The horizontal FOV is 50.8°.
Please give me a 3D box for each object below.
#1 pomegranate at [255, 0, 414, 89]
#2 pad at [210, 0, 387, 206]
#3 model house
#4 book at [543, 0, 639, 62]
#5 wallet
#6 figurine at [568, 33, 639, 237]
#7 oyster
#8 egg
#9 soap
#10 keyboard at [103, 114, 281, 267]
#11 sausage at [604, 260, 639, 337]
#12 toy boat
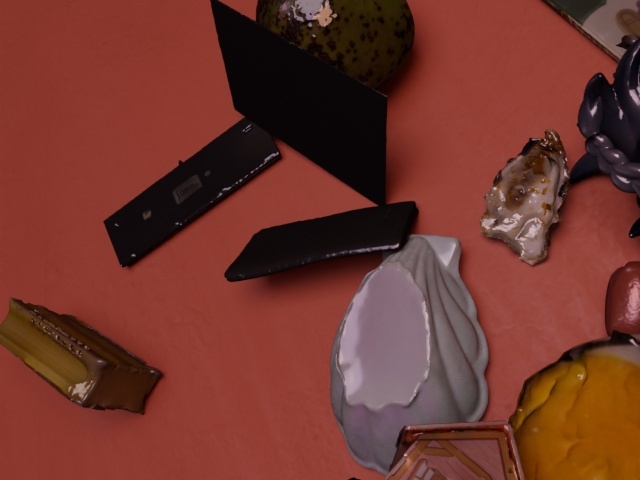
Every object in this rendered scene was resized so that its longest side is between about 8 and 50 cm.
[{"bbox_3d":[0.003,-0.266,0.924,0.247,0.214,0.214,-57,50,40],"label":"pomegranate"},{"bbox_3d":[-0.028,-0.180,0.885,0.300,0.202,0.005,36,64,26],"label":"pad"},{"bbox_3d":[0.137,0.272,0.627,0.207,0.293,0.154,37,65,21],"label":"model house"},{"bbox_3d":[0.413,-0.305,0.808,0.202,0.027,0.264,-40,59,10],"label":"book"},{"bbox_3d":[0.000,-0.001,0.871,0.245,0.025,0.124,-10,24,24],"label":"wallet"},{"bbox_3d":[0.370,-0.096,0.679,0.265,0.175,0.197,34,82,39],"label":"figurine"},{"bbox_3d":[0.250,-0.055,0.785,0.103,0.051,0.148,38,120,35],"label":"oyster"},{"bbox_3d":[0.314,0.214,0.602,0.286,0.174,0.264,-47,54,37],"label":"egg"},{"bbox_3d":[-0.355,0.167,0.974,0.233,0.135,0.076,21,83,31],"label":"soap"},{"bbox_3d":[-0.203,-0.079,1.047,0.317,0.027,0.106,-33,64,14],"label":"keyboard"},{"bbox_3d":[0.327,0.066,0.703,0.054,0.059,0.094,1,77,41],"label":"sausage"},{"bbox_3d":[0.091,0.128,0.781,0.200,0.100,0.290,1,75,27],"label":"toy boat"}]
